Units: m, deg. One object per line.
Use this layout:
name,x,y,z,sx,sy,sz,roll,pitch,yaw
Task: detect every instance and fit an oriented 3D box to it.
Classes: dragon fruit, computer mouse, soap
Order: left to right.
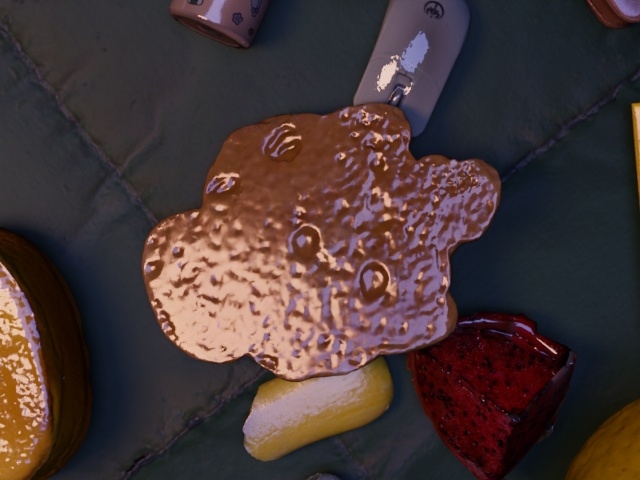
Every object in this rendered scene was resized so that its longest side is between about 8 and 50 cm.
soap,-0.006,0.166,1.130,0.168,0.033,0.089,-20,92,0
computer mouse,0.091,-0.182,1.101,0.089,0.056,0.182,23,93,2
dragon fruit,0.166,0.147,1.118,0.161,0.120,0.127,36,135,22

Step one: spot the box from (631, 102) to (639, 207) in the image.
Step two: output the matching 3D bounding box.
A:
box,0.402,-0.013,1.095,0.152,0.043,0.269,-5,93,27

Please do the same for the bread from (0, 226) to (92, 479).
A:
bread,-0.331,0.120,1.066,0.195,0.142,0.270,-15,92,2

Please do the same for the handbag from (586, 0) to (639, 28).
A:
handbag,0.336,-0.318,1.089,0.193,0.072,0.151,-40,94,3

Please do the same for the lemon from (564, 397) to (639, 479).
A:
lemon,0.382,0.296,0.998,0.387,0.350,0.350,0,94,6

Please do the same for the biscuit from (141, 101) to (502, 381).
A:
biscuit,0.001,0.000,1.090,0.375,0.051,0.269,-17,85,10

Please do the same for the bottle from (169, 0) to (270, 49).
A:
bottle,-0.079,-0.274,1.073,0.098,0.099,0.152,25,89,-3

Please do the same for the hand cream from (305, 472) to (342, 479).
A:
hand cream,0.034,0.324,1.135,0.095,0.046,0.175,-35,95,-1
